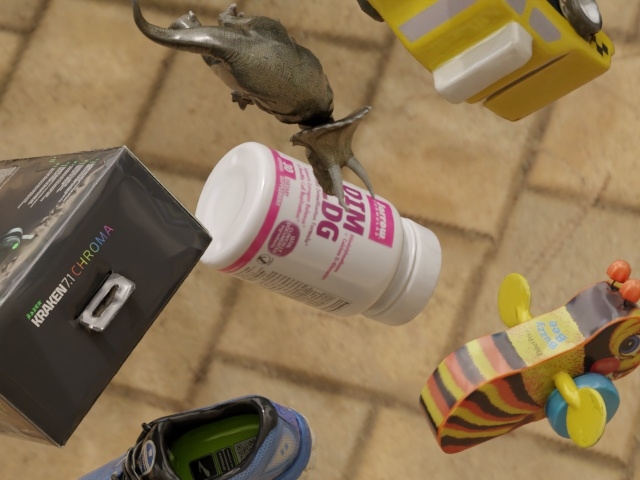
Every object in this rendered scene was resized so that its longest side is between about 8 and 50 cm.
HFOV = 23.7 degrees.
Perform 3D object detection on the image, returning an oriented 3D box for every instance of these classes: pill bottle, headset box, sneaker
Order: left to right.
[{"bbox_3d":[-0.267,0.047,1.416,0.283,0.131,0.246,-2,47,53],"label":"headset box"},{"bbox_3d":[-0.172,0.239,1.532,0.330,0.147,0.130,-29,59,1],"label":"sneaker"},{"bbox_3d":[0.000,0.000,1.879,0.160,0.283,0.160,-37,42,42],"label":"pill bottle"}]

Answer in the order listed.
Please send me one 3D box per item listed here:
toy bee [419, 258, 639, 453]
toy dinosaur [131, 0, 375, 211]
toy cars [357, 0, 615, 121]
[{"bbox_3d":[0.235,0.089,1.418,0.298,0.162,0.195,-29,49,-29],"label":"toy bee"},{"bbox_3d":[-0.052,-0.172,1.506,0.121,0.313,0.160,-52,45,-6],"label":"toy dinosaur"},{"bbox_3d":[0.096,-0.196,0.848,0.176,0.394,0.087,0,49,2],"label":"toy cars"}]
